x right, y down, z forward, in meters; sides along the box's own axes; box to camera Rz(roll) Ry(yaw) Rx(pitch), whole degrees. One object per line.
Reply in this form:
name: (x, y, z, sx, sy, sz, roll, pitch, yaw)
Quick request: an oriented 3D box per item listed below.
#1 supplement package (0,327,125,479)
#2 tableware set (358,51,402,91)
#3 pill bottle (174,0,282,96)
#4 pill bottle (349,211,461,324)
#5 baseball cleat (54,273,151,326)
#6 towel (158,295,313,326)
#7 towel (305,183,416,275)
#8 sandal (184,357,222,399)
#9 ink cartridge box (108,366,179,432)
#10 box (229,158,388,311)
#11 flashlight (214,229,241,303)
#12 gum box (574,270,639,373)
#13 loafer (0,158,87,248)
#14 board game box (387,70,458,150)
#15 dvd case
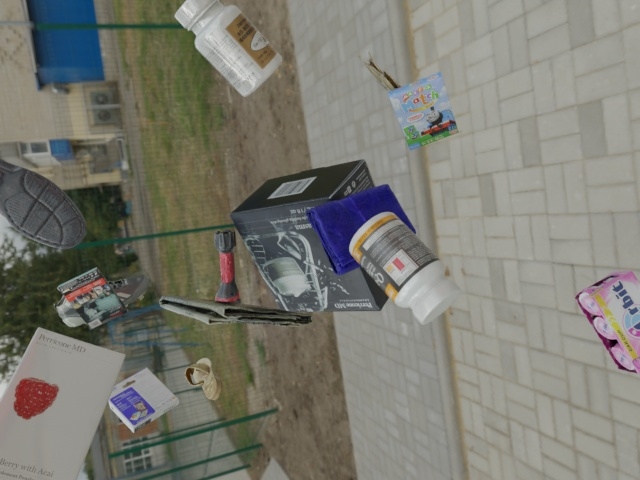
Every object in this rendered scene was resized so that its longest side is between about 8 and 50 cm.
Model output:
supplement package: (-0.519, 0.348, 0.991, 0.175, 0.178, 0.292, -48, 25, 47)
tableware set: (0.196, -0.514, 1.623, 0.039, 0.128, 0.194, -41, 42, 10)
pill bottle: (-0.208, -0.451, 1.183, 0.229, 0.131, 0.131, 44, 170, -22)
pill bottle: (0.215, 0.070, 1.344, 0.278, 0.162, 0.162, 49, 146, 25)
baseball cleat: (-0.492, 0.117, 1.186, 0.072, 0.206, 0.109, 33, 148, 47)
towel: (-0.233, 0.202, 1.445, 0.325, 0.312, 0.056, 0, 80, 46)
towel: (0.135, -0.045, 1.610, 0.227, 0.309, 0.076, 64, 154, 12)
sandal: (-0.383, 0.420, 1.643, 0.240, 0.079, 0.088, 21, 83, 59)
ink cartridge box: (-0.698, 0.614, 2.033, 0.208, 0.206, 0.045, 35, 127, 25)
box: (0.000, 0.000, 1.967, 0.481, 0.297, 0.471, -7, 121, 37)
flashlight: (-0.352, 0.117, 1.953, 0.103, 0.103, 0.303, 9, 105, 47)
gum box: (0.622, 0.160, 1.074, 0.188, 0.107, 0.062, 59, 171, 1)
loafer: (-0.572, -0.087, 0.986, 0.109, 0.303, 0.095, -58, 9, -11)
board game box: (0.312, -0.384, 1.576, 0.039, 0.160, 0.211, -94, -21, -44)
dvd case: (-0.471, 0.122, 1.090, 0.119, 0.087, 0.013, 64, 177, -27)
